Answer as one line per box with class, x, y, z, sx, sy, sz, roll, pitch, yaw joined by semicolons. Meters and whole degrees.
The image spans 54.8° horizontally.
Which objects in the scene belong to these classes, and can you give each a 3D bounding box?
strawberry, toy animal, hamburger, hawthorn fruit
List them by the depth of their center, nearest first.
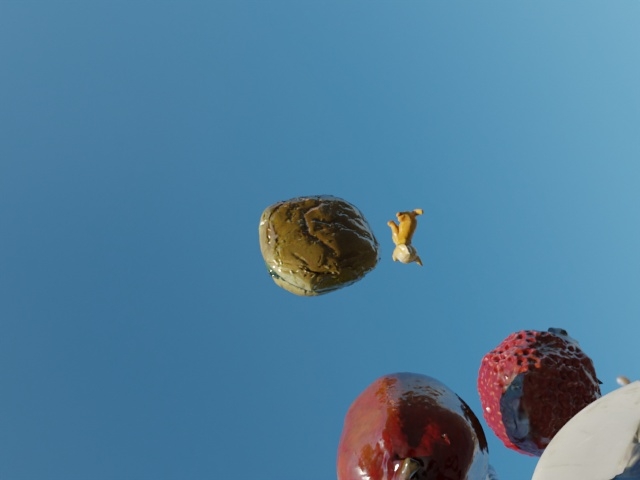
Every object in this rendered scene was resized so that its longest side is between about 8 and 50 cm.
toy animal;0.147;-0.002;1.006;0.060;0.081;0.083;32;-147;-56
hawthorn fruit;0.157;0.394;1.093;0.295;0.295;0.311;44;-158;-8
hamburger;-0.002;0.000;1.389;0.265;0.134;0.285;-15;-130;-10
strawberry;0.473;0.353;1.391;0.310;0.292;0.292;-6;-108;-31

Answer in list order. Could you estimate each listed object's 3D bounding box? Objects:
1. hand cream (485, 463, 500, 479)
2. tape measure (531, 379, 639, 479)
hand cream;0.371;0.553;1.328;0.058;0.091;0.271;36;-171;1
tape measure;0.286;0.209;0.488;0.265;0.258;0.130;-40;-83;-35
